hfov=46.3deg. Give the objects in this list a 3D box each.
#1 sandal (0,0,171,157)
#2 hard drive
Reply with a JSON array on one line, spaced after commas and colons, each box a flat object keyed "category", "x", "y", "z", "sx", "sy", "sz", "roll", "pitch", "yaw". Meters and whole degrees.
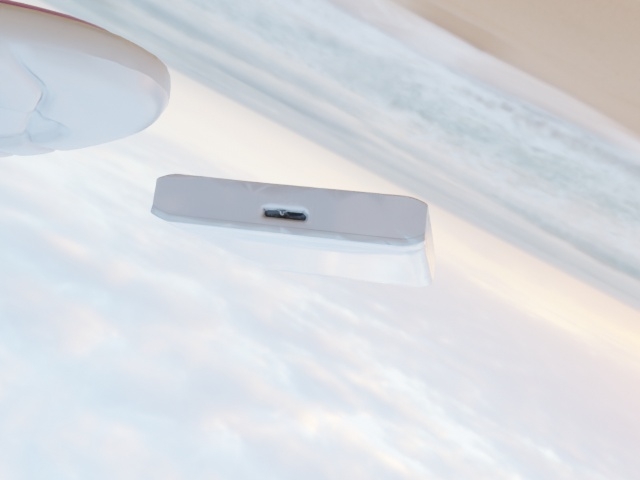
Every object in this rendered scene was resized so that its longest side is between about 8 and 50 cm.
[{"category": "sandal", "x": -0.275, "y": -0.101, "z": 0.314, "sx": 0.416, "sy": 0.102, "sz": 0.169, "roll": 0, "pitch": 175, "yaw": -13}, {"category": "hard drive", "x": 0.000, "y": 0.000, "z": 0.684, "sx": 0.203, "sy": 0.040, "sz": 0.307, "roll": 6, "pitch": 172, "yaw": 11}]
